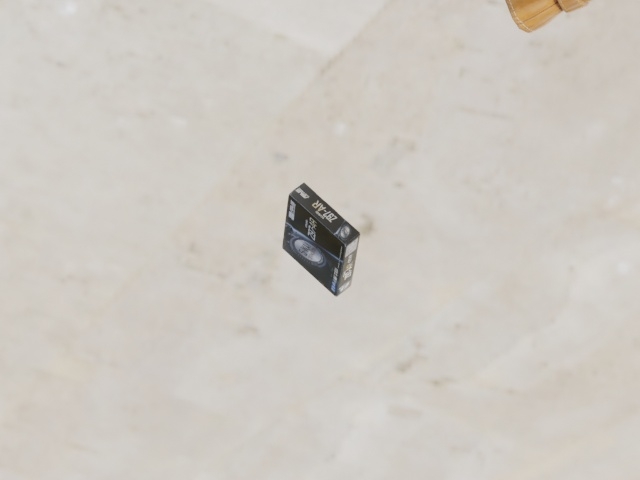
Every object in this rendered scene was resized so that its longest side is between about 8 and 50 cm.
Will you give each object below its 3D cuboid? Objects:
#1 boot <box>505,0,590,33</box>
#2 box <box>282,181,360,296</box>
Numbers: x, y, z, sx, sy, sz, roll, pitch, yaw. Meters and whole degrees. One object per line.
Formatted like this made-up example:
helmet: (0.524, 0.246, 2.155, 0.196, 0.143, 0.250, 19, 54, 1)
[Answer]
boot: (0.169, -0.220, 1.075, 0.152, 0.197, 0.073, -34, 118, 29)
box: (0.000, 0.000, 1.454, 0.067, 0.018, 0.083, 42, 153, 19)
